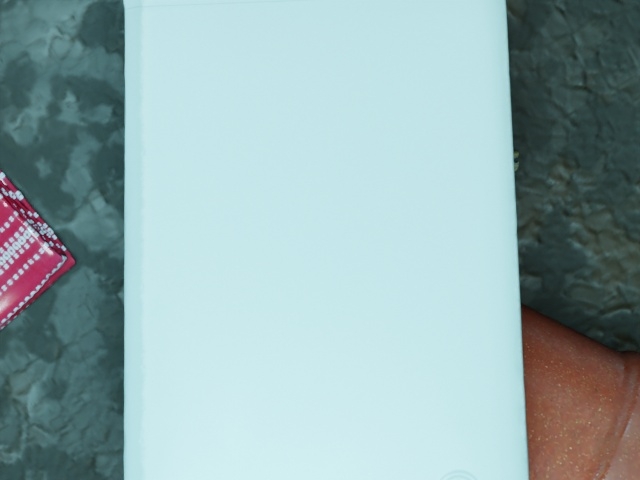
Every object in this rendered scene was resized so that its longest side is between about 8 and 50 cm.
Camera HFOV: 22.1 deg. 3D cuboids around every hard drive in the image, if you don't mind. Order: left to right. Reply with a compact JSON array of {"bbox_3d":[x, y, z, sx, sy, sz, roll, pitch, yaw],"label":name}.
[{"bbox_3d":[0.000,0.000,0.849,0.203,0.040,0.307,-2,78,2],"label":"hard drive"}]

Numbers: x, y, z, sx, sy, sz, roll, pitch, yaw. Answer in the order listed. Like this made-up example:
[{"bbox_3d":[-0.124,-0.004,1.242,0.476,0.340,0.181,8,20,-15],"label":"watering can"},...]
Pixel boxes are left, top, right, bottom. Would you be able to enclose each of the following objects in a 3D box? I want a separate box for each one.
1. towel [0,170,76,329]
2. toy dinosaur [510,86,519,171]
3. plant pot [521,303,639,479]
[{"bbox_3d":[-0.313,-0.025,1.006,0.199,0.031,0.275,-41,98,-1],"label":"towel"},{"bbox_3d":[0.052,-0.093,1.030,0.183,0.053,0.092,17,94,-8],"label":"toy dinosaur"},{"bbox_3d":[0.063,0.132,0.961,0.265,0.272,0.272,32,91,0],"label":"plant pot"}]
